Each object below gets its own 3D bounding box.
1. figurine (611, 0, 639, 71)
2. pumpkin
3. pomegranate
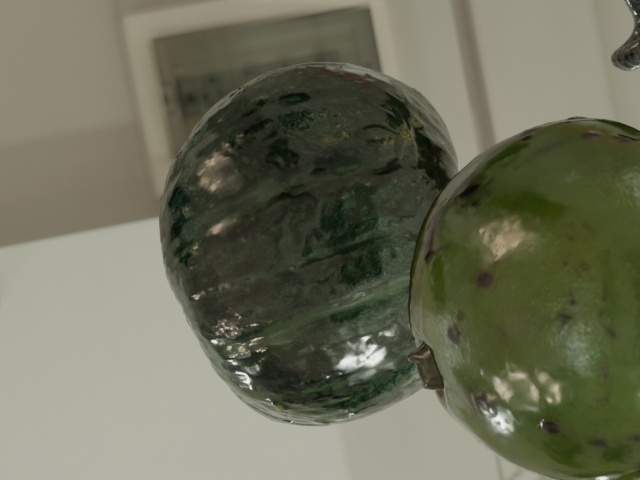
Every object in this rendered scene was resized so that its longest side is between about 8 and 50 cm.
[{"bbox_3d":[0.345,-0.343,1.349,0.186,0.382,0.261,12,147,-6],"label":"figurine"},{"bbox_3d":[0.000,0.000,1.274,0.263,0.293,0.197,-15,174,7],"label":"pumpkin"},{"bbox_3d":[0.162,0.022,0.828,0.247,0.202,0.202,-20,-178,0],"label":"pomegranate"}]
